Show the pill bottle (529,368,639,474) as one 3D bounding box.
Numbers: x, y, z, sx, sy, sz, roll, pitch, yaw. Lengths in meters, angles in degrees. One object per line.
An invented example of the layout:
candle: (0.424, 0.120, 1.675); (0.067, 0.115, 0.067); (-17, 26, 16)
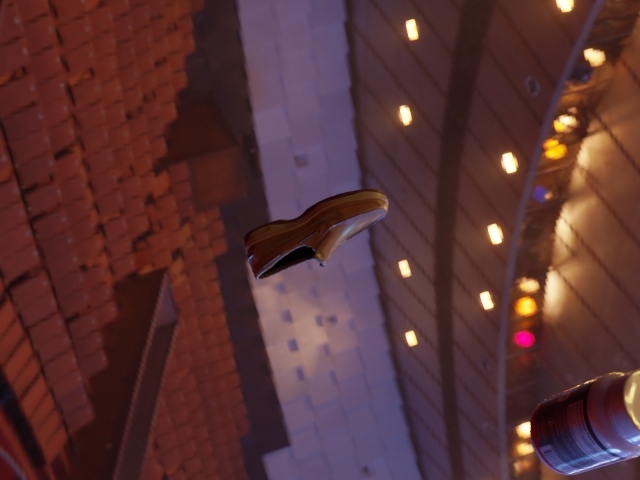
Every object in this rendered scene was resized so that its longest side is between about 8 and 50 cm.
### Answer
pill bottle: (0.543, 0.345, 1.895); (0.283, 0.161, 0.161); (-44, -117, 57)

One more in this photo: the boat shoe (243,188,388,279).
boat shoe: (0.000, 0.000, 1.220); (0.068, 0.190, 0.072); (44, 27, -55)
